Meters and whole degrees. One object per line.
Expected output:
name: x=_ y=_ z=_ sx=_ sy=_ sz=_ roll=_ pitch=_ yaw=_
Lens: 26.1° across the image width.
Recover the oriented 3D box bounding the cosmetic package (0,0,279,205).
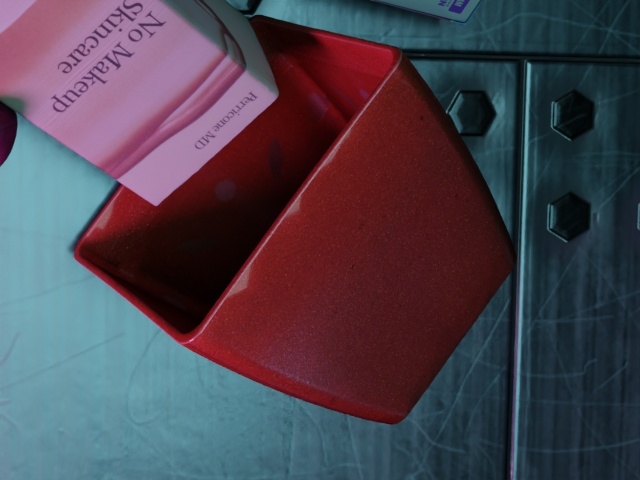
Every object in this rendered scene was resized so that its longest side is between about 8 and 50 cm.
cosmetic package: x=-0.191 y=-0.175 z=1.055 sx=0.153 sy=0.129 sz=0.296 roll=-42 pitch=130 yaw=16

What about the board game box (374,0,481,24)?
board game box: x=0.039 y=-0.312 z=1.120 sx=0.317 sy=0.064 sz=0.242 roll=10 pitch=137 yaw=-27

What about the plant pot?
plant pot: x=0.000 y=0.000 z=1.151 sx=0.236 sy=0.267 sz=0.267 roll=39 pitch=84 yaw=-31

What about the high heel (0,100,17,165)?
high heel: x=-0.420 y=-0.061 z=1.038 sx=0.377 sy=0.181 sz=0.127 roll=-19 pitch=102 yaw=-15
